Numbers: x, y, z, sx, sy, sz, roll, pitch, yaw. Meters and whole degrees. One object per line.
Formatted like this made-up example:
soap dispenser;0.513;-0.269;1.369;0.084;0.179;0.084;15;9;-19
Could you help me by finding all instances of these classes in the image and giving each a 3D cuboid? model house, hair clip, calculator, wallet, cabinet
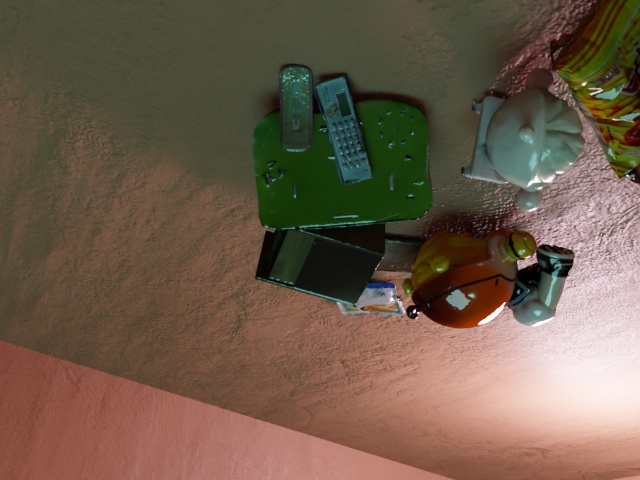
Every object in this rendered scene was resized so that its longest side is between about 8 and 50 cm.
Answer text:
model house;0.041;-0.134;1.120;0.294;0.207;0.154;-4;-171;5
hair clip;-0.040;-0.211;1.024;0.054;0.137;0.022;-1;-176;4
calculator;0.037;-0.176;1.027;0.057;0.172;0.018;-15;-172;4
wallet;0.124;0.025;1.418;0.232;0.031;0.122;5;143;4
cabinet;0.000;0.000;1.286;0.215;0.148;0.175;15;135;-9

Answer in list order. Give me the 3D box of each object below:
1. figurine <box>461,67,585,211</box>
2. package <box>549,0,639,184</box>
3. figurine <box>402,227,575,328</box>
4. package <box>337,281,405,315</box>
figurine;0.288;-0.150;0.906;0.144;0.182;0.257;30;180;-1
package;0.399;-0.227;0.816;0.288;0.223;0.108;42;173;-35
figurine;0.322;0.084;1.302;0.323;0.196;0.320;6;155;-12
package;0.118;0.151;1.617;0.171;0.027;0.173;-2;149;18
